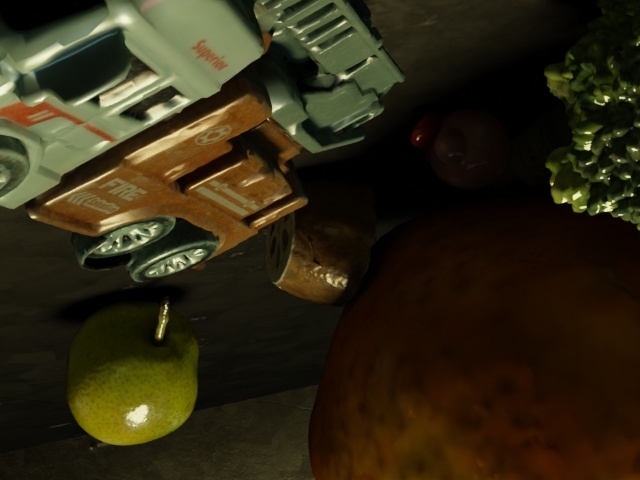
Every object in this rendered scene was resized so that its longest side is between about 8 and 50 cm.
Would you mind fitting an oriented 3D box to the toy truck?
[{"bbox_3d":[-0.073,-0.089,0.410,0.185,0.132,0.338,-25,167,8],"label":"toy truck"}]

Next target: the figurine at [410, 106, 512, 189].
[{"bbox_3d":[0.117,-0.075,0.752,0.083,0.071,0.067,-4,123,-61],"label":"figurine"}]

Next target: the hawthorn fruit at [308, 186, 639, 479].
[{"bbox_3d":[0.230,0.160,0.830,0.472,0.471,0.472,-12,166,-3],"label":"hawthorn fruit"}]

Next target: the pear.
[{"bbox_3d":[-0.214,0.148,1.124,0.166,0.180,0.216,27,134,-16],"label":"pear"}]

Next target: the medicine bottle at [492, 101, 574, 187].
[{"bbox_3d":[0.205,-0.084,0.819,0.058,0.057,0.199,-6,166,-25],"label":"medicine bottle"}]

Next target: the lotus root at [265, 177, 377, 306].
[{"bbox_3d":[0.000,0.003,0.855,0.081,0.112,0.122,8,162,-16],"label":"lotus root"}]

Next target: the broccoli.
[{"bbox_3d":[0.285,-0.078,0.588,0.288,0.235,0.260,28,151,-13],"label":"broccoli"}]
